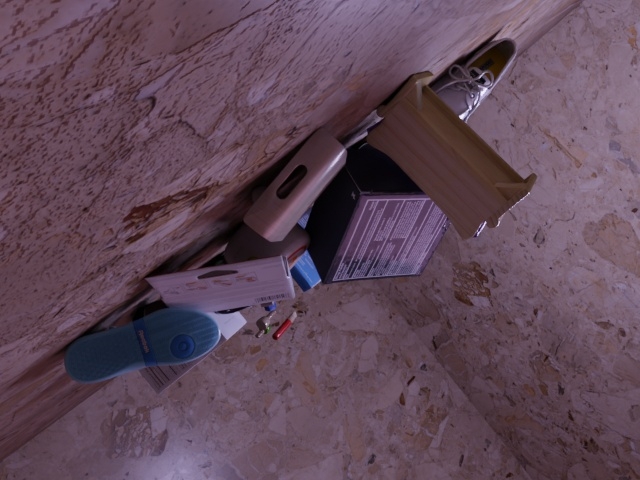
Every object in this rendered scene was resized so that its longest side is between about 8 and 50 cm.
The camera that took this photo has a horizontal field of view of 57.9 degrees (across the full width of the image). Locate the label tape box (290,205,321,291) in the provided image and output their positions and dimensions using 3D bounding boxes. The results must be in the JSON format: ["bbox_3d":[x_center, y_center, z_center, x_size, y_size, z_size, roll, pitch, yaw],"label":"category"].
[{"bbox_3d":[0.000,0.000,2.281,0.348,0.249,0.115,-38,178,-24],"label":"label tape box"}]

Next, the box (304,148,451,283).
[{"bbox_3d":[0.145,-0.061,1.427,0.294,0.182,0.296,-3,135,-27],"label":"box"}]

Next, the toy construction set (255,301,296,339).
[{"bbox_3d":[-0.187,0.151,1.940,0.258,0.308,0.237,-29,-170,41],"label":"toy construction set"}]

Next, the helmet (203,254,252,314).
[{"bbox_3d":[-0.235,0.114,1.614,0.162,0.169,0.169,-18,173,-14],"label":"helmet"}]

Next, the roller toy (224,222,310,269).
[{"bbox_3d":[-0.133,0.014,1.420,0.191,0.146,0.209,-46,171,-2],"label":"roller toy"}]

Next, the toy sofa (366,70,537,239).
[{"bbox_3d":[0.287,-0.190,1.288,0.177,0.362,0.150,-47,175,32],"label":"toy sofa"}]

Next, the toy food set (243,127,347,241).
[{"bbox_3d":[-0.053,-0.110,1.165,0.219,0.092,0.306,-50,180,2],"label":"toy food set"}]

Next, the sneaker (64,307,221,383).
[{"bbox_3d":[-0.390,0.227,1.294,0.319,0.127,0.208,-9,174,-16],"label":"sneaker"}]

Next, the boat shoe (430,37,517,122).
[{"bbox_3d":[0.397,-0.412,1.533,0.367,0.136,0.156,-41,179,-14],"label":"boat shoe"}]

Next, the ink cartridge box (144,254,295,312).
[{"bbox_3d":[-0.203,0.080,1.222,0.275,0.060,0.239,-9,153,-1],"label":"ink cartridge box"}]

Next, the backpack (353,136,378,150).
[{"bbox_3d":[0.115,-0.158,1.653,0.254,0.191,0.225,-28,172,36],"label":"backpack"}]

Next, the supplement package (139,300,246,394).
[{"bbox_3d":[-0.393,0.260,1.660,0.263,0.198,0.199,-39,179,10],"label":"supplement package"}]

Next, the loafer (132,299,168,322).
[{"bbox_3d":[-0.428,0.190,1.431,0.079,0.080,0.220,1,157,-30],"label":"loafer"}]
